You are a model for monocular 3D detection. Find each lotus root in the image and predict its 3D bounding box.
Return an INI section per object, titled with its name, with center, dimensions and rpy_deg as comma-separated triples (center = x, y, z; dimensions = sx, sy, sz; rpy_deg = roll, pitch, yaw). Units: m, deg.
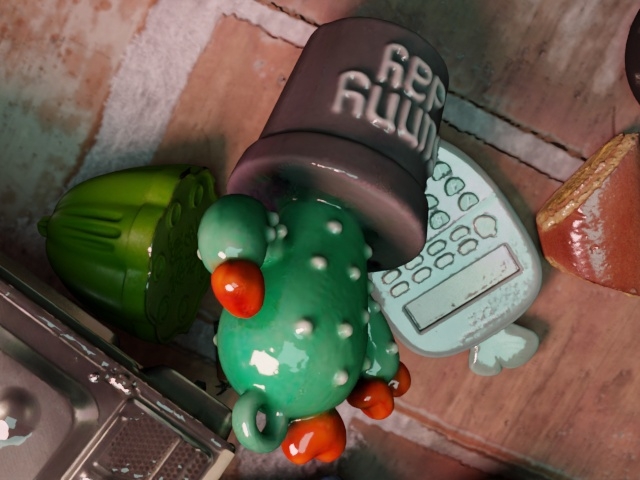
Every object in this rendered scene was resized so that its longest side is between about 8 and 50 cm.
[lotus root]
center = -0.206, -0.002, 0.893
dimensions = 0.186, 0.186, 0.186
rpy_deg = -1, 105, -3

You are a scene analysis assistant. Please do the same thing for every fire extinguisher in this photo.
[fire extinguisher]
center = -0.107, 0.130, 0.990
dimensions = 0.028, 0.022, 0.083
rpy_deg = -13, 109, -38

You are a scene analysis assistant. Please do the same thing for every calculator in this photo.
[calculator]
center = 0.134, 0.021, 0.969
dimensions = 0.184, 0.042, 0.295
rpy_deg = -32, 101, 5

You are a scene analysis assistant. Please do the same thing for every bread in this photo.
[bread]
center = 0.297, -0.009, 0.956
dimensions = 0.119, 0.067, 0.192
rpy_deg = -16, 105, 1

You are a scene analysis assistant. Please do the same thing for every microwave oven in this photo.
[microwave oven]
center = -0.302, 0.149, 0.795
dimensions = 0.394, 0.333, 0.247
rpy_deg = 37, 70, -3

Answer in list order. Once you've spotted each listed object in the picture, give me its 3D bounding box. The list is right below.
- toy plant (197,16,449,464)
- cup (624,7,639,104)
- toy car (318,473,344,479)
[toy plant]
center = -0.003, -0.007, 0.783
dimensions = 0.185, 0.279, 0.400
rpy_deg = 10, 64, 15
[cup]
center = 0.417, -0.162, 0.870
dimensions = 0.169, 0.176, 0.223
rpy_deg = -41, 102, 4
[toy car]
center = -0.057, 0.417, 0.903
dimensions = 0.242, 0.226, 0.335
rpy_deg = -9, 69, 2
